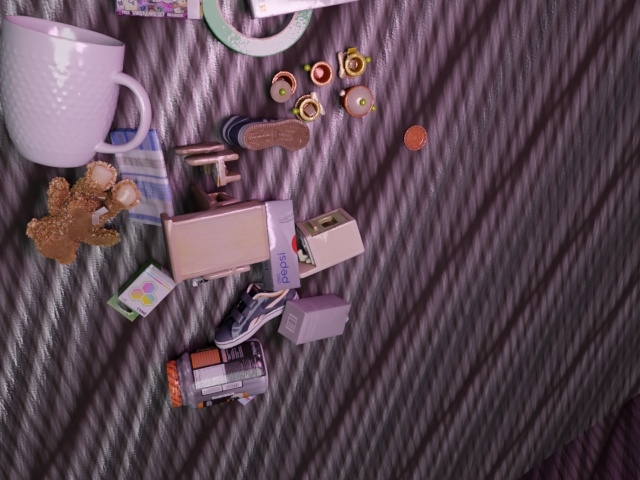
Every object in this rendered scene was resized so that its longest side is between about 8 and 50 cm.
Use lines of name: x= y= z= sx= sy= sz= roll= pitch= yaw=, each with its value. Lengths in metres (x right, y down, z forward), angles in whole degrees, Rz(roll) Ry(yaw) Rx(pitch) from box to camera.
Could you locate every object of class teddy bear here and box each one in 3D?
teddy bear: x=-0.671 y=-0.085 z=1.587 sx=0.245 sy=0.113 sz=0.338 roll=20 pitch=118 yaw=-34

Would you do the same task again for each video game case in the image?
video game case: x=-0.427 y=-0.697 z=1.462 sx=0.232 sy=0.042 sz=0.210 roll=5 pitch=109 yaw=2

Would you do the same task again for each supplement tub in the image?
supplement tub: x=-0.346 y=0.449 z=1.869 sx=0.316 sy=0.193 sz=0.193 roll=-9 pitch=112 yaw=-14

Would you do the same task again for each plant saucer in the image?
plant saucer: x=0.321 y=-0.349 z=1.889 sx=0.084 sy=0.013 sz=0.083 roll=-6 pitch=112 yaw=-15

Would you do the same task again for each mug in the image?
mug: x=-0.618 y=-0.354 z=1.421 sx=0.374 sy=0.276 sz=0.328 roll=16 pitch=111 yaw=-2

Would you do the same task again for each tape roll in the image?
tape roll: x=-0.181 y=-0.686 z=1.567 sx=0.321 sy=0.077 sz=0.321 roll=-6 pitch=111 yaw=-16

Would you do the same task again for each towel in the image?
towel: x=-0.509 y=-0.178 z=1.593 sx=0.034 sy=0.209 sz=0.285 roll=-29 pitch=120 yaw=-47

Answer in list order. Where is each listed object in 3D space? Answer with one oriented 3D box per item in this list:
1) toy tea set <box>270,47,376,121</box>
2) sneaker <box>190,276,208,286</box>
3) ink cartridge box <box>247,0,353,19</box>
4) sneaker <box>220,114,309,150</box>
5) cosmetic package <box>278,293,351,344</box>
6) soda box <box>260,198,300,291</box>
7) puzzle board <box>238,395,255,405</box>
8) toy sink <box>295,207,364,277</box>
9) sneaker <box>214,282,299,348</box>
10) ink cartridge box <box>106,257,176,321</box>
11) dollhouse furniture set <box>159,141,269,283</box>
toy tea set: x=0.016 y=-0.454 z=1.689 sx=0.336 sy=0.124 sz=0.200 roll=-17 pitch=114 yaw=-12
sneaker: x=-0.389 y=0.128 z=1.822 sx=0.083 sy=0.037 sz=0.032 roll=-36 pitch=118 yaw=-1
ink cartridge box: x=-0.028 y=-0.729 z=1.524 sx=0.371 sy=0.069 sz=0.175 roll=-15 pitch=113 yaw=-10
sneaker: x=-0.172 y=-0.331 z=1.702 sx=0.282 sy=0.153 sz=0.099 roll=-12 pitch=114 yaw=-46
cosmetic package: x=-0.016 y=0.266 z=1.910 sx=0.238 sy=0.107 sz=0.127 roll=-2 pitch=113 yaw=-50
soda box: x=-0.137 y=0.014 z=1.779 sx=0.098 sy=0.091 sz=0.286 roll=-7 pitch=93 yaw=-29
puzzle board: x=-0.282 y=0.535 z=2.022 sx=0.096 sy=0.011 sz=0.128 roll=-41 pitch=117 yaw=0
toy sink: x=0.000 y=0.000 z=1.839 sx=0.234 sy=0.153 sz=0.131 roll=-22 pitch=115 yaw=-8
sneaker: x=-0.233 y=0.225 z=1.862 sx=0.321 sy=0.126 sz=0.127 roll=-34 pitch=122 yaw=-16
ink cartridge box: x=-0.567 y=0.168 z=1.765 sx=0.209 sy=0.062 sz=0.109 roll=-45 pitch=117 yaw=2
dollhouse furniture set: x=-0.338 y=-0.054 z=1.567 sx=0.257 sy=0.394 sz=0.362 roll=-13 pitch=114 yaw=-23
